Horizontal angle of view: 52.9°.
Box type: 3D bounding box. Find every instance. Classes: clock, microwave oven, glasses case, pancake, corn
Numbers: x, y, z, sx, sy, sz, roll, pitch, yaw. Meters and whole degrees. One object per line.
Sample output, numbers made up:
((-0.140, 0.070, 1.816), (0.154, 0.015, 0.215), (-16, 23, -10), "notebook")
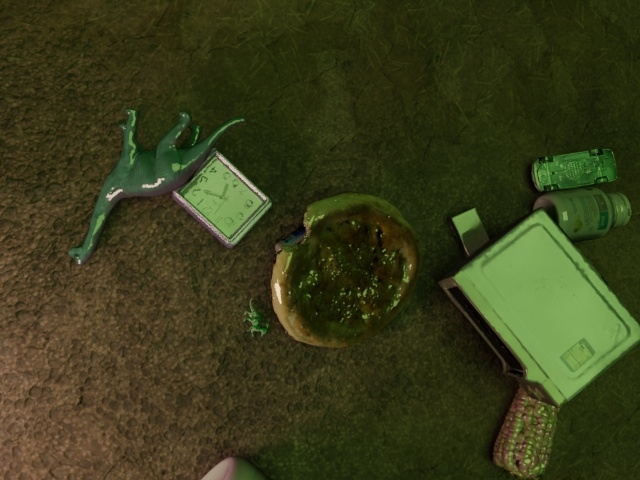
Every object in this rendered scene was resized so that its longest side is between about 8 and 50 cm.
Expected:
((-0.225, -0.094, 1.453), (0.193, 0.073, 0.144), (43, 76, -6), "clock")
((0.483, 0.149, 1.452), (0.286, 0.218, 0.355), (-38, 83, -5), "microwave oven")
((0.390, 0.023, 1.595), (0.071, 0.047, 0.204), (-25, 90, -5), "glasses case")
((0.056, 0.073, 1.429), (0.383, 0.071, 0.381), (-10, 111, -27), "pancake")
((0.517, 0.406, 1.548), (0.127, 0.127, 0.335), (23, 78, -10), "corn")

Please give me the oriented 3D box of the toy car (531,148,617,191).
((0.647, -0.178, 1.661), (0.225, 0.076, 0.090), (-9, 87, -6), "toy car")

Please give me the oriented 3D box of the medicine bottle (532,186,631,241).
((0.660, -0.066, 1.621), (0.216, 0.135, 0.134), (-7, 86, -13), "medicine bottle")

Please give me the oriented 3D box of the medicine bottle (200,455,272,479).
((-0.138, 0.621, 1.310), (0.302, 0.241, 0.241), (44, 77, -5), "medicine bottle")

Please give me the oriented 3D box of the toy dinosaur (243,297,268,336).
((-0.144, 0.179, 1.470), (0.062, 0.021, 0.083), (21, 84, -17), "toy dinosaur")

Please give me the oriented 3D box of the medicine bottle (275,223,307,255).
((0.000, 0.000, 1.476), (0.192, 0.107, 0.107), (-35, 93, -14), "medicine bottle")

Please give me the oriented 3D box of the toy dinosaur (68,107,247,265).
((-0.348, -0.100, 1.359), (0.384, 0.129, 0.330), (3, 82, 19), "toy dinosaur")
